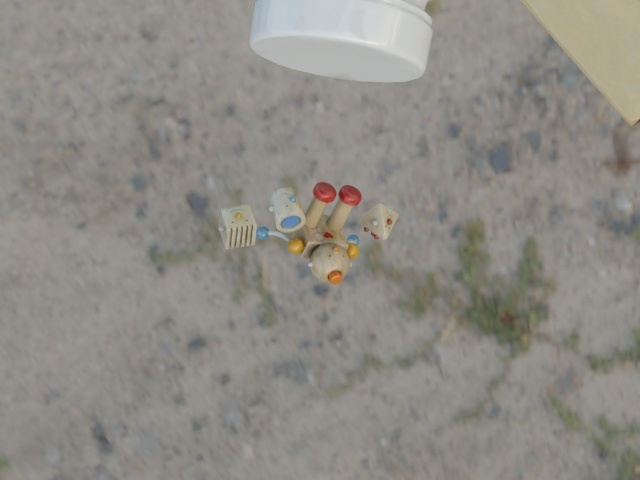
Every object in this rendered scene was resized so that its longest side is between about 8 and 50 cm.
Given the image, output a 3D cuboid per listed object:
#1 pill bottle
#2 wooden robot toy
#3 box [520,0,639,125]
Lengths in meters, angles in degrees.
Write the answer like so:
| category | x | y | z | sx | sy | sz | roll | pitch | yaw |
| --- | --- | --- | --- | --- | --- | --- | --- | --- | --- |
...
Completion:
| category | x | y | z | sx | sy | sz | roll | pitch | yaw |
| --- | --- | --- | --- | --- | --- | --- | --- | --- | --- |
| pill bottle | 0.039 | -0.304 | 1.395 | 0.187 | 0.188 | 0.334 | 7 | 83 | 16 |
| wooden robot toy | 0.000 | 0.000 | 1.548 | 0.173 | 0.076 | 0.079 | 4 | 47 | -26 |
| box | 0.169 | -0.190 | 1.010 | 0.201 | 0.164 | 0.021 | 51 | 38 | 11 |
